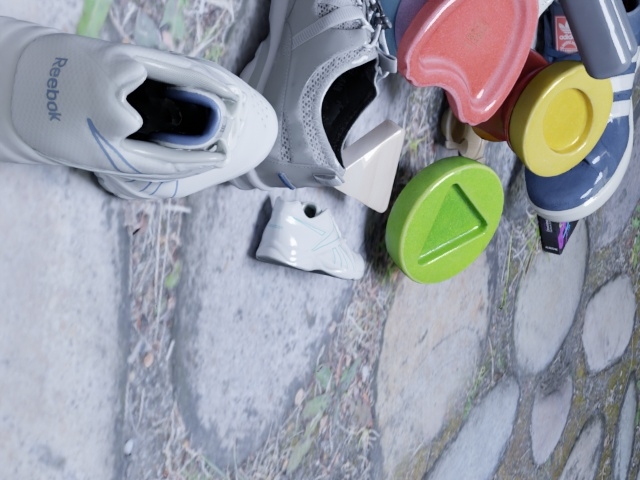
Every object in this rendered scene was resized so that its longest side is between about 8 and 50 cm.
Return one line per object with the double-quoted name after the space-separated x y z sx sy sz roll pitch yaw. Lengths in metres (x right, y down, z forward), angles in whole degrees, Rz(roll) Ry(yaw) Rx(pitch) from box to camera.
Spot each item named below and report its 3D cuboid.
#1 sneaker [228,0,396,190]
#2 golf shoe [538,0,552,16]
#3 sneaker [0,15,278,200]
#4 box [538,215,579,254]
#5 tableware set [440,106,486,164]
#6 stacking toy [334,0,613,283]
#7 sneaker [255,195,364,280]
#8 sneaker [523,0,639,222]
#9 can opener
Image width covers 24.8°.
0.019 -0.161 1.155 0.105 0.115 0.281 38 67 -60 "sneaker"
0.231 -0.283 1.526 0.067 0.086 0.186 42 61 -55 "golf shoe"
-0.100 -0.074 0.954 0.297 0.129 0.111 -2 101 -63 "sneaker"
0.303 -0.077 1.823 0.116 0.029 0.162 -56 144 -34 "box"
0.164 -0.155 1.536 0.141 0.020 0.168 10 91 -63 "tableware set"
0.110 -0.127 1.387 0.279 0.130 0.309 -49 139 -2 "stacking toy"
0.000 0.000 1.257 0.152 0.054 0.061 18 82 -62 "sneaker"
0.298 -0.196 1.677 0.148 0.131 0.350 47 54 -50 "sneaker"
0.236 -0.285 1.315 0.074 0.093 0.280 -48 123 -56 "can opener"
